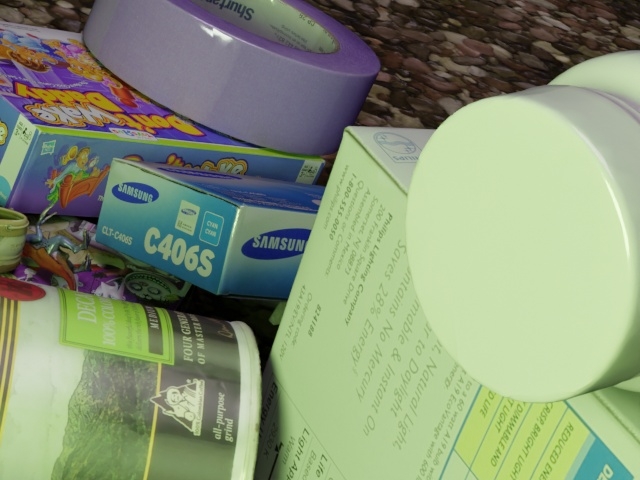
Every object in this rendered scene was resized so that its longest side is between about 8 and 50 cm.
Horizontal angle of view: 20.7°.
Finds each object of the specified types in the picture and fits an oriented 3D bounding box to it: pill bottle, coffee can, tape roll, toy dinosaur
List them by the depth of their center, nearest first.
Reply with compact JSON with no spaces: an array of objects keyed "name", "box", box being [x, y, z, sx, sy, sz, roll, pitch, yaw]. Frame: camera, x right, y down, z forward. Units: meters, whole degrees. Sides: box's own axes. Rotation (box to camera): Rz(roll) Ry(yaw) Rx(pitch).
[{"name":"pill bottle","box":[0.190,-0.016,0.842,0.283,0.161,0.161,-12,40,-39]},{"name":"coffee can","box":[-0.196,0.122,1.073,0.275,0.201,0.201,12,27,-16]},{"name":"toy dinosaur","box":[-0.220,0.003,1.372,0.082,0.047,0.090,4,36,9]},{"name":"tape roll","box":[-0.084,-0.185,1.679,0.275,0.090,0.275,22,20,-8]}]

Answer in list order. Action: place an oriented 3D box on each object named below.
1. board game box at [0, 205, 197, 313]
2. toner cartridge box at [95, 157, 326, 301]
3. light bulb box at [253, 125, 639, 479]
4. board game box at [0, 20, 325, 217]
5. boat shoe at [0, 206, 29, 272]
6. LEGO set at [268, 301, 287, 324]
[{"name":"board game box","box":[-0.283,0.017,1.392,0.347,0.056,0.208,21,30,2]},{"name":"toner cartridge box","box":[0.000,0.000,1.477,0.348,0.075,0.165,6,10,-45]},{"name":"light bulb box","box":[0.134,0.174,1.022,0.225,0.358,0.361,-1,34,-32]},{"name":"board game box","box":[-0.195,-0.107,1.590,0.347,0.078,0.233,3,29,-49]},{"name":"boat shoe","box":[-0.297,-0.027,1.359,0.153,0.048,0.056,26,27,12]},{"name":"LEGO set","box":[0.053,0.112,1.434,0.182,0.060,0.244,25,18,-12]}]
